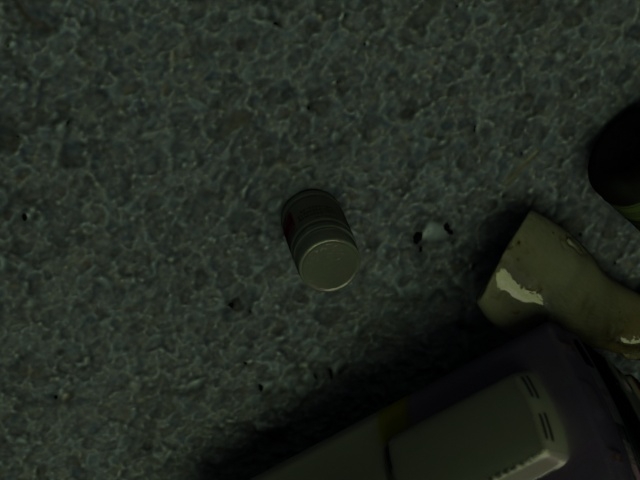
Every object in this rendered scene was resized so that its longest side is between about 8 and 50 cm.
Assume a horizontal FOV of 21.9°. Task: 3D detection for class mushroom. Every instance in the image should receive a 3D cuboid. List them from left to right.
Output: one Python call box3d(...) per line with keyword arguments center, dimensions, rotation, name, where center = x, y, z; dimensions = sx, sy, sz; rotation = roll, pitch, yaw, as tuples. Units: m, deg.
box3d(center=(0.243, 0.061, 1.581), dimensions=(0.225, 0.093, 0.116), rotation=(31, 95, -24), name="mushroom")

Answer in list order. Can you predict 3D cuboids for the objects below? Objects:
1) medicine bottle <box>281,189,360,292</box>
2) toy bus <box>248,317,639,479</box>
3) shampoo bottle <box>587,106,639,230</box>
box3d(center=(0.000, 0.000, 1.488), dimensions=(0.058, 0.091, 0.058), rotation=(-6, 121, -10), name="medicine bottle")
box3d(center=(0.116, 0.268, 1.551), dimensions=(0.440, 0.209, 0.249), rotation=(-29, 141, 13), name="toy bus")
box3d(center=(0.375, -0.011, 1.563), dimensions=(0.284, 0.101, 0.101), rotation=(37, 106, -29), name="shampoo bottle")
